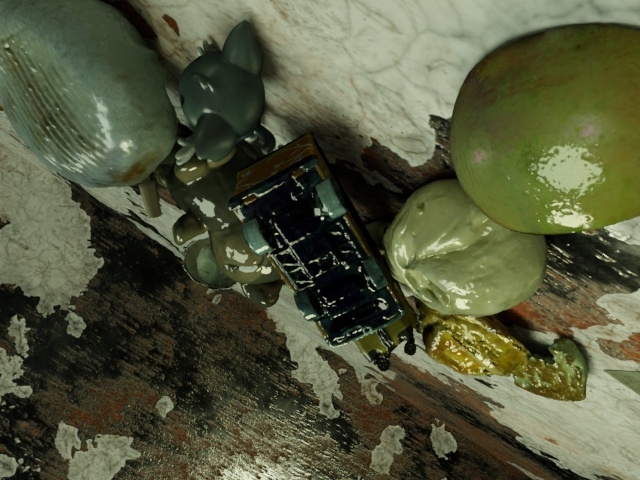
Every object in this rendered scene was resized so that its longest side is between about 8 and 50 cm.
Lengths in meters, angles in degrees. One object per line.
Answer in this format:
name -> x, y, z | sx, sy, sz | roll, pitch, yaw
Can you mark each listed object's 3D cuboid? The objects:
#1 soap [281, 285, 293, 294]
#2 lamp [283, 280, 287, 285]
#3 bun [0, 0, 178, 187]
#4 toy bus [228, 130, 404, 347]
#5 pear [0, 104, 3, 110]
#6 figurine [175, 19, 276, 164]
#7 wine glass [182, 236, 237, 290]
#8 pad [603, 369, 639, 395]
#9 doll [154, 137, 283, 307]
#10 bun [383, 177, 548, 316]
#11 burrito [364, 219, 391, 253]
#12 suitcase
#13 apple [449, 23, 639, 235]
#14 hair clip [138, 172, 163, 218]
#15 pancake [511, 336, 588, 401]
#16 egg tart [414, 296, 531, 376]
soap -> -0.101, 0.089, 1.574 | 0.289, 0.095, 0.173 | 13, 154, 46
lamp -> -0.091, 0.041, 1.321 | 0.181, 0.140, 0.182 | 3, 168, 1
bun -> -0.390, -0.256, 0.887 | 0.361, 0.211, 0.362 | 26, 137, 27
toy bus -> 0.000, 0.000, 0.874 | 0.323, 0.161, 0.194 | 57, -169, -28
pear -> -0.726, -0.394, 1.172 | 0.197, 0.197, 0.197 | 29, 162, 10
figurine -> -0.140, -0.183, 0.796 | 0.140, 0.193, 0.265 | 23, 173, 21
wine glass -> -0.247, 0.007, 1.364 | 0.156, 0.232, 0.156 | 3, 119, 6
pad -> 0.667, 0.282, 0.947 | 0.159, 0.009, 0.265 | 33, 163, -6
doll -> -0.158, -0.071, 1.116 | 0.382, 0.252, 0.379 | 55, -176, -29
bun -> 0.211, 0.033, 0.798 | 0.259, 0.160, 0.259 | 26, 161, 9
burrito -> 0.095, 0.004, 1.080 | 0.082, 0.059, 0.275 | 29, 164, -13
suitcase -> 0.126, 0.153, 1.180 | 0.235, 0.143, 0.194 | 58, -172, 8
apple -> 0.217, -0.096, 0.518 | 0.193, 0.120, 0.265 | 52, 154, -21
hair clip -> -0.333, -0.121, 1.004 | 0.226, 0.034, 0.072 | -119, 15, -49
pancake -> 0.488, 0.278, 1.172 | 0.197, 0.054, 0.376 | 36, 162, 11
egg tart -> 0.313, 0.226, 1.157 | 0.297, 0.132, 0.297 | 33, 162, 12
